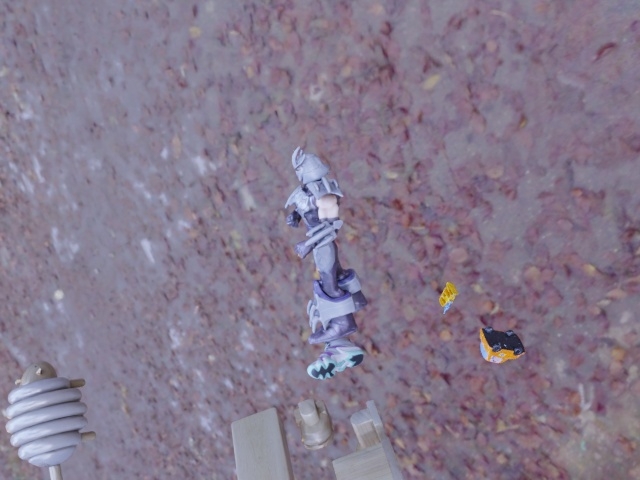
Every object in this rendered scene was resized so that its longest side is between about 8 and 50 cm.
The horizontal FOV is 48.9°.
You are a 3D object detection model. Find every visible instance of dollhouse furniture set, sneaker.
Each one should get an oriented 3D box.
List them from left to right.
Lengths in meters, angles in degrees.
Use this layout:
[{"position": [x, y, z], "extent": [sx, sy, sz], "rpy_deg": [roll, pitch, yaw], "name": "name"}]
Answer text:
[{"position": [0.012, 0.177, 1.104], "extent": [0.069, 0.098, 0.038], "rpy_deg": [46, 137, 44], "name": "sneaker"}, {"position": [0.008, 0.249, 0.713], "extent": [0.144, 0.151, 0.123], "rpy_deg": [-110, -1, -54], "name": "dollhouse furniture set"}]

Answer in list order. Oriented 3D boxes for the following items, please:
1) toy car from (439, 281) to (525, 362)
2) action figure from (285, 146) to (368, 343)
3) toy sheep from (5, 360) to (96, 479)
[{"position": [0.202, 0.108, 0.891], "extent": [0.122, 0.060, 0.041], "rpy_deg": [57, 134, 38], "name": "toy car"}, {"position": [0.000, 0.000, 1.025], "extent": [0.099, 0.185, 0.285], "rpy_deg": [-11, 111, 3], "name": "action figure"}, {"position": [-0.288, 0.192, 0.748], "extent": [0.091, 0.091, 0.132], "rpy_deg": [-38, 67, 46], "name": "toy sheep"}]
